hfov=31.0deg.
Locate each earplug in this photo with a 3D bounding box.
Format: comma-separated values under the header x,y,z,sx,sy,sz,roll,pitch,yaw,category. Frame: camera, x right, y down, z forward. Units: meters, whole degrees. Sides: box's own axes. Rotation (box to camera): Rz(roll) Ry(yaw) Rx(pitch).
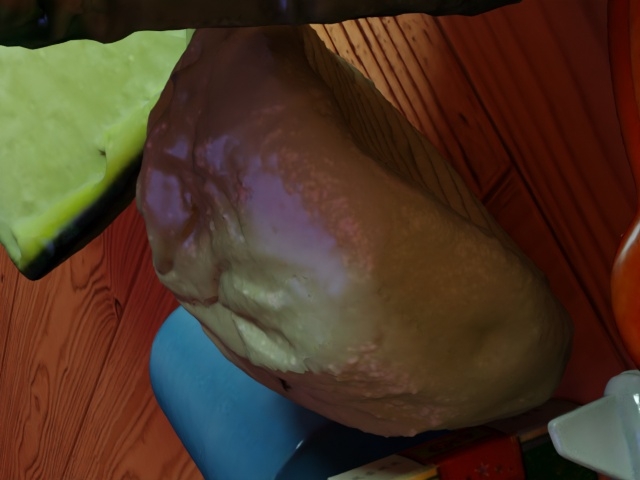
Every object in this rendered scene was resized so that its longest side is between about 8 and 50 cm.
x,y,z,sx,sy,sz,roll,pitch,yaw,category
-0.032,0.112,0.746,0.273,0.132,0.132,32,130,59,earplug

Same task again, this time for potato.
x,y,z,sx,sy,sz,roll,pitch,yaw,category
-0.142,-0.184,0.763,0.280,0.213,0.330,-17,110,39,potato

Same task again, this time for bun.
x,y,z,sx,sy,sz,roll,pitch,yaw,category
0.000,0.000,0.520,0.133,0.231,0.231,-42,54,11,bun

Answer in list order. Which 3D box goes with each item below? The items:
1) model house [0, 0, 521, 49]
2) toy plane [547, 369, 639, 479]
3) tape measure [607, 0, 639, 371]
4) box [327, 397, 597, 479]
x,y,z,sx,sy,sz,roll,pitch,yaw,category
0.032,-0.168,0.296,0.325,0.267,0.194,3,102,62,model house
0.150,0.131,0.440,0.174,0.080,0.174,40,141,44,toy plane
0.181,-0.042,0.259,0.253,0.114,0.260,26,121,57,tape measure
0.084,0.205,0.548,0.034,0.132,0.235,7,108,63,box
